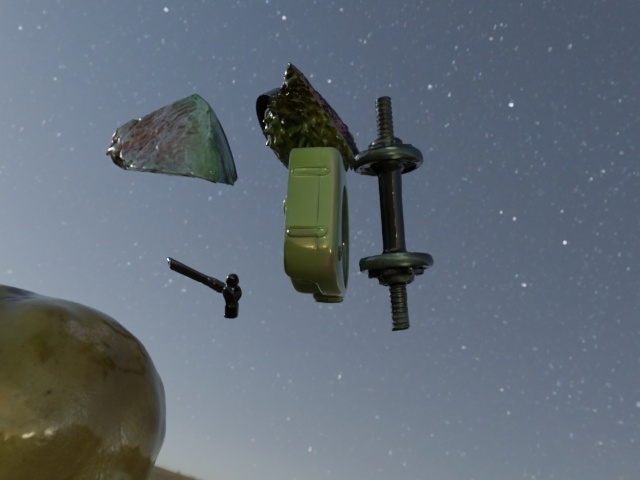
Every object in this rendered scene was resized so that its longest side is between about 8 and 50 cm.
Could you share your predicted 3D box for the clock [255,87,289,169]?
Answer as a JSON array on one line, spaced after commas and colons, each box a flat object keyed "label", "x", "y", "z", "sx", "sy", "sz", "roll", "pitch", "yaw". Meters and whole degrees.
[{"label": "clock", "x": -0.061, "y": -0.230, "z": 1.342, "sx": 0.215, "sy": 0.042, "sz": 0.215, "roll": 46, "pitch": -20, "yaw": 23}]

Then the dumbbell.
[{"label": "dumbbell", "x": 0.077, "y": -0.031, "z": 0.663, "sx": 0.081, "sy": 0.254, "sz": 0.081, "roll": -3, "pitch": -8, "yaw": 0}]

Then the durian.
[{"label": "durian", "x": -0.018, "y": -0.140, "z": 0.895, "sx": 0.108, "sy": 0.119, "sz": 0.186, "roll": -32, "pitch": -42, "yaw": 14}]

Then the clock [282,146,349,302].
[{"label": "clock", "x": 0.000, "y": 0.000, "z": 0.799, "sx": 0.069, "sy": 0.170, "sz": 0.232, "roll": -1, "pitch": -24, "yaw": 6}]

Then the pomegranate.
[{"label": "pomegranate", "x": -0.336, "y": 0.206, "z": 0.657, "sx": 0.332, "sy": 0.332, "sz": 0.332, "roll": 16, "pitch": -24, "yaw": 7}]

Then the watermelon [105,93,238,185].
[{"label": "watermelon", "x": -0.115, "y": -0.073, "z": 0.509, "sx": 0.180, "sy": 0.094, "sz": 0.081, "roll": 6, "pitch": -62, "yaw": 58}]

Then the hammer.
[{"label": "hammer", "x": -0.173, "y": 0.057, "z": 0.883, "sx": 0.178, "sy": 0.065, "sz": 0.021, "roll": 18, "pitch": 24, "yaw": 41}]
